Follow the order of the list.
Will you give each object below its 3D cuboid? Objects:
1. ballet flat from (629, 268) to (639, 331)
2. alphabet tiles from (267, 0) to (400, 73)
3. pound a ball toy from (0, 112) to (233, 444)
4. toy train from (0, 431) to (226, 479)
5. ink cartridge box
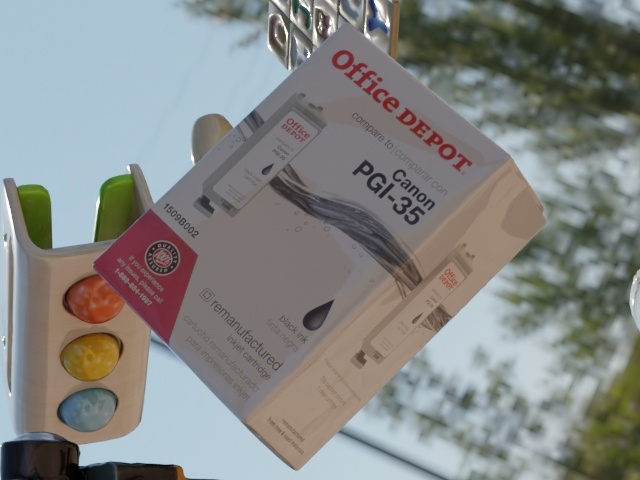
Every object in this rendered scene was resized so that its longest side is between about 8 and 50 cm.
[{"bbox_3d":[0.308,0.050,1.684,0.248,0.086,0.086,-4,-61,-54],"label":"ballet flat"},{"bbox_3d":[-0.002,-0.266,1.899,0.011,0.342,0.285,-11,-57,-21],"label":"alphabet tiles"},{"bbox_3d":[-0.177,0.049,1.803,0.319,0.208,0.136,102,155,-47],"label":"pound a ball toy"},{"bbox_3d":[-0.143,0.292,1.288,0.142,0.190,0.334,-18,70,54],"label":"toy train"},{"bbox_3d":[0.000,0.000,1.543,0.283,0.207,0.117,-45,-32,-4],"label":"ink cartridge box"}]
